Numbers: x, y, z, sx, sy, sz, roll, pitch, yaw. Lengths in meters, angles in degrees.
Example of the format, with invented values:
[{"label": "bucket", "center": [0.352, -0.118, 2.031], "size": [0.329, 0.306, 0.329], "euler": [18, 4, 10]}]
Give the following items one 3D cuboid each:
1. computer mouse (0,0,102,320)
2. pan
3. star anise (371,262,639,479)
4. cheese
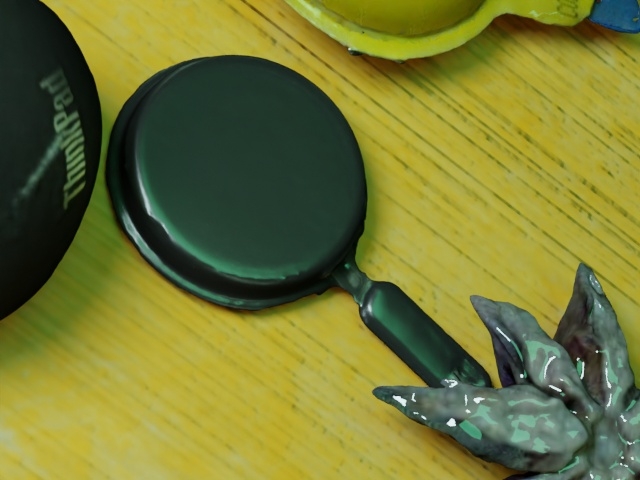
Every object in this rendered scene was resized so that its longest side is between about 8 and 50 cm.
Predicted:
[{"label": "computer mouse", "center": [-0.201, -0.045, 0.766], "size": [0.269, 0.100, 0.170], "euler": [14, 88, -34]}, {"label": "pan", "center": [0.000, 0.000, 0.926], "size": [0.235, 0.028, 0.136], "euler": [42, 61, -5]}, {"label": "star anise", "center": [0.134, 0.097, 0.928], "size": [0.204, 0.061, 0.180], "euler": [41, 63, -10]}, {"label": "cheese", "center": [0.062, -0.170, 0.993], "size": [0.270, 0.069, 0.177], "euler": [8, 69, -24]}]
